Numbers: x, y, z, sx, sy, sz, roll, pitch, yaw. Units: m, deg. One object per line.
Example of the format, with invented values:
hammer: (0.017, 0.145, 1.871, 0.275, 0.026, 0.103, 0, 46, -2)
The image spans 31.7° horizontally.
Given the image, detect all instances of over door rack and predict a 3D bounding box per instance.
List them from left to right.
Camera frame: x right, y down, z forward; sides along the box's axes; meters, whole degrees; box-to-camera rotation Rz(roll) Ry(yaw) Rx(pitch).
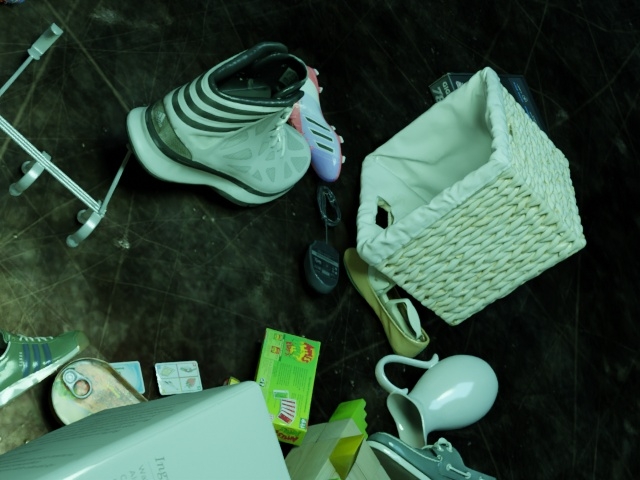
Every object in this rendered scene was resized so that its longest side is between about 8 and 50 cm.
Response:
over door rack: (-0.396, -0.153, 1.695, 0.239, 0.108, 0.324, 45, 30, -18)

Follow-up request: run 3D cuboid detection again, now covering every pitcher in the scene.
pitcher: (0.206, 0.262, 2.012, 0.207, 0.125, 0.177, -22, 79, -36)

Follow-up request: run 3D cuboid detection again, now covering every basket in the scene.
basket: (0.268, -0.072, 2.069, 0.266, 0.331, 0.328, 43, 28, -24)

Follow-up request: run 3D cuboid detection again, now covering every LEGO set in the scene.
LEGO set: (-0.206, 0.260, 1.662, 0.244, 0.060, 0.182, 1, 68, -41)

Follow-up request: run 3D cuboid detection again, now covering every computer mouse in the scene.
computer mouse: (0.000, 0.000, 2.028, 0.071, 0.041, 0.242, 30, 43, -27)

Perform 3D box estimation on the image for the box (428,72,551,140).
box: (0.402, -0.229, 2.511, 0.293, 0.073, 0.295, -5, 71, -46)

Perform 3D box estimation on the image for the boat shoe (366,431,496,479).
boat shoe: (0.191, 0.387, 1.911, 0.319, 0.116, 0.099, 38, 66, -32)

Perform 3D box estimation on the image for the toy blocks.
toy blocks: (0.018, 0.464, 1.694, 0.260, 0.191, 0.381, 59, 38, -17)

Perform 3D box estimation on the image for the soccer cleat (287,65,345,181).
soccer cleat: (-0.028, -0.218, 2.094, 0.095, 0.083, 0.248, -3, 67, -32)

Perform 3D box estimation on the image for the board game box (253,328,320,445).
board game box: (-0.060, 0.230, 1.785, 0.092, 0.043, 0.181, 16, 44, -6)

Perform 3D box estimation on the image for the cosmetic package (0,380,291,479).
cosmetic package: (-0.257, 0.390, 1.302, 0.394, 0.329, 0.327, -20, 92, -47)

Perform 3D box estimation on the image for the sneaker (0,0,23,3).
sneaker: (-0.497, -0.405, 1.751, 0.087, 0.083, 0.221, 58, 45, -14)

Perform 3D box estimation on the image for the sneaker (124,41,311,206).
sneaker: (-0.083, -0.185, 1.839, 0.448, 0.258, 0.169, 2, 64, -60)

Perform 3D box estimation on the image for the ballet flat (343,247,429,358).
ballet flat: (0.127, 0.104, 2.056, 0.080, 0.073, 0.232, -30, 89, -48)

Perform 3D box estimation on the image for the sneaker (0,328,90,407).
sneaker: (-0.403, 0.152, 1.528, 0.192, 0.064, 0.086, -37, 100, -45)

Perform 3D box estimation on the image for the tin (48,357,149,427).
tin: (-0.298, 0.248, 1.575, 0.189, 0.040, 0.106, 46, 55, -8)
